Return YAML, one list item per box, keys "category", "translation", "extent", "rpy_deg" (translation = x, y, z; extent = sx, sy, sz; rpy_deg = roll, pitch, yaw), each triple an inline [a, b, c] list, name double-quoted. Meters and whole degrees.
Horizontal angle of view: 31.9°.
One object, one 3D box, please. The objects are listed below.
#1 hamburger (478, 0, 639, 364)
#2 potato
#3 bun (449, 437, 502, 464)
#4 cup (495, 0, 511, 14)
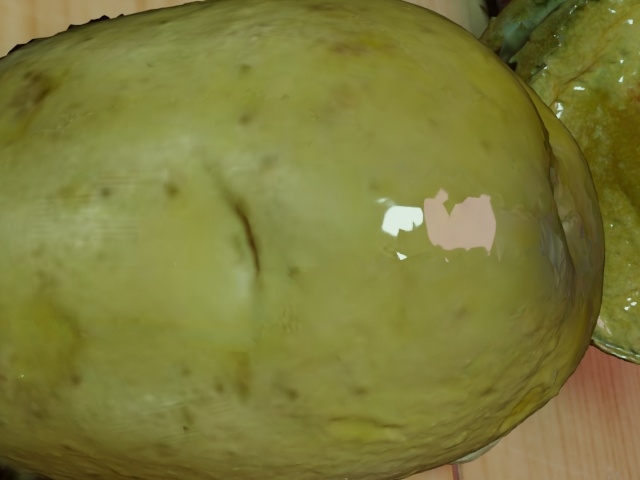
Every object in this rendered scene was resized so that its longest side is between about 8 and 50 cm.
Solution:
- category: "hamburger"
  translation: [0.197, -0.042, 0.746]
  extent: [0.132, 0.211, 0.309]
  rpy_deg: [-62, 136, -68]
- category: "potato"
  translation: [0.000, 0.000, 0.444]
  extent: [0.285, 0.242, 0.242]
  rpy_deg: [11, 69, -57]
- category: "bun"
  translation: [0.078, 0.072, 0.652]
  extent: [0.115, 0.069, 0.115]
  rpy_deg: [29, 53, -48]
- category: "cup"
  translation: [0.230, -0.146, 0.873]
  extent: [0.203, 0.203, 0.288]
  rpy_deg: [-19, 101, -56]
